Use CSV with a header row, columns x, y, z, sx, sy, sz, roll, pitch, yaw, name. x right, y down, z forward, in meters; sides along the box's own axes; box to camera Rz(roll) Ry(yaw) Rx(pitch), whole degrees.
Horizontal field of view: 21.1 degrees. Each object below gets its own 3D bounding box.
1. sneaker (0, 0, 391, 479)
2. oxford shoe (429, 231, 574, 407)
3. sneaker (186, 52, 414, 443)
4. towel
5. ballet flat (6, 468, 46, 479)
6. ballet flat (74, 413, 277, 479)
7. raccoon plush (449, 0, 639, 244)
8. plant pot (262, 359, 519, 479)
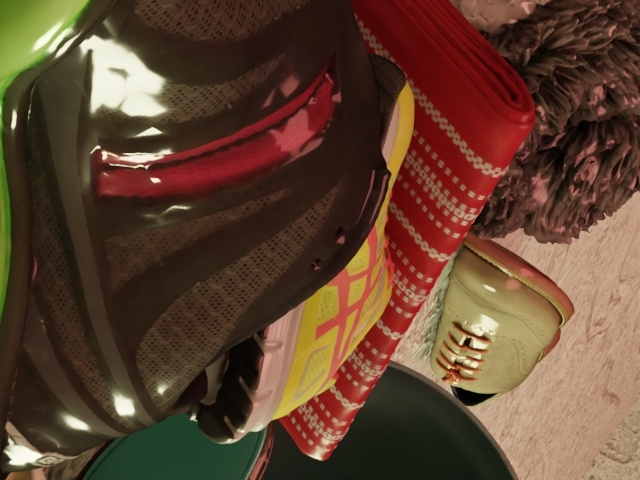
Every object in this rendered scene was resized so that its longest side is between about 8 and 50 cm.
x,y,z,sx,sy,sz,roll,pitch,yaw,name
-0.065,-0.080,0.645,0.202,0.185,0.483,-7,147,-28,sneaker
0.174,0.095,1.742,0.130,0.123,0.348,-52,159,-10,oxford shoe
0.000,0.000,0.814,0.094,0.081,0.208,-9,135,-43,sneaker
-0.002,-0.037,0.900,0.031,0.199,0.275,-16,147,-38,towel
-0.190,0.157,0.867,0.342,0.116,0.124,41,56,-82,ballet flat
-0.132,0.198,1.091,0.280,0.095,0.096,-48,170,-5,ballet flat
0.214,-0.182,1.141,0.446,0.216,0.299,-7,136,-29,raccoon plush
-0.006,0.256,1.309,0.293,0.293,0.196,-46,-177,-38,plant pot
